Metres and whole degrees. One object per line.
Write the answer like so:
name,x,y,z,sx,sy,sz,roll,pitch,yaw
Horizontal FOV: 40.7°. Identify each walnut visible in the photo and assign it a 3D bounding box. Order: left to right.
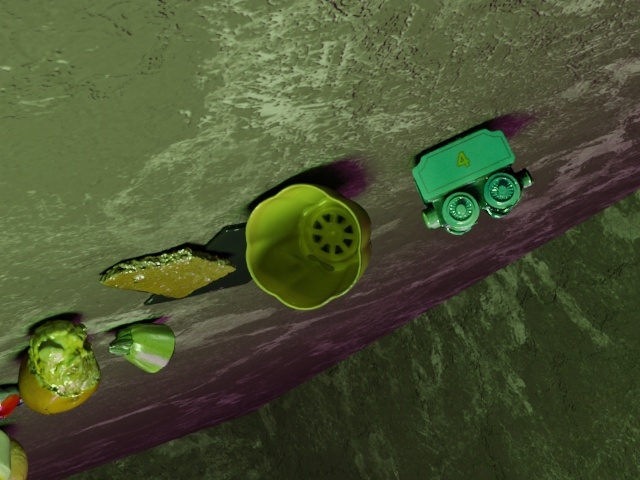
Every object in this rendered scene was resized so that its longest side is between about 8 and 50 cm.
walnut,-0.807,0.551,2.074,0.193,0.193,0.225,-15,153,-34

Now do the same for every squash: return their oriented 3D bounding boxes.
squash,-0.371,0.200,1.715,0.105,0.105,0.132,-30,147,22

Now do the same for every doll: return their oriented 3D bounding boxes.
doll,-0.641,0.327,1.758,0.195,0.062,0.104,-21,179,-44

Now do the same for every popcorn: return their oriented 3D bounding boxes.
popcorn,-0.440,0.189,1.476,0.106,0.120,0.116,-27,-156,-39

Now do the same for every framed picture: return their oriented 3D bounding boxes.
framed picture,-0.153,0.034,1.581,0.244,0.013,0.324,-12,161,-42

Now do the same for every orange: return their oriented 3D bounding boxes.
orange,-0.484,0.246,1.589,0.156,0.134,0.156,-43,164,-16

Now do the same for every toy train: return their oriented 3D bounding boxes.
toy train,0.255,-0.099,1.473,0.198,0.154,0.107,-24,170,4

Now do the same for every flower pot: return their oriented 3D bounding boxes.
flower pot,0.000,0.000,1.383,0.195,0.195,0.179,-29,177,20

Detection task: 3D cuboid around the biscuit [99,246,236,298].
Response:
biscuit,-0.248,0.050,1.429,0.131,0.026,0.237,-29,160,17

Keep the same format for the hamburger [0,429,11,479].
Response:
hamburger,-0.726,0.438,1.691,0.227,0.151,0.295,22,143,-16
